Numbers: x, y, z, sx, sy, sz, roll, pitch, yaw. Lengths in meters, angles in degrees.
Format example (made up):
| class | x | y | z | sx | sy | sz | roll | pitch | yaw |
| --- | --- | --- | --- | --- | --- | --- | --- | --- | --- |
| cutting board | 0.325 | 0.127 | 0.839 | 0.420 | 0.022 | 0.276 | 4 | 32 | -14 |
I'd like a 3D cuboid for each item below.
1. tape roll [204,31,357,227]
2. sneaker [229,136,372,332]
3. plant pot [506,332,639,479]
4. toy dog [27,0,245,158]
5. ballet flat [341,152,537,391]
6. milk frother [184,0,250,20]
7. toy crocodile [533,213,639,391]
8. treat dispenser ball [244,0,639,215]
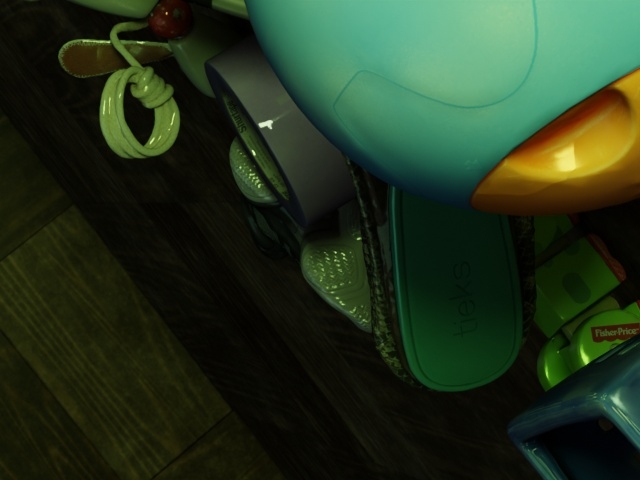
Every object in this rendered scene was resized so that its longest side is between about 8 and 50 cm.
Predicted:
| class | x | y | z | sx | sy | sz | roll | pitch | yaw |
| --- | --- | --- | --- | --- | --- | --- | --- | --- | --- |
| tape roll | -0.030 | -0.111 | 1.720 | 0.189 | 0.080 | 0.189 | 56 | 172 | 12 |
| sneaker | 0.000 | 0.000 | 1.940 | 0.268 | 0.101 | 0.153 | 52 | 167 | 15 |
| plant pot | 0.293 | 0.134 | 1.168 | 0.236 | 0.212 | 0.236 | 49 | 165 | 3 |
| toy dog | -0.226 | -0.253 | 1.783 | 0.161 | 0.220 | 0.333 | 4 | 130 | 51 |
| ballet flat | 0.071 | -0.111 | 1.257 | 0.182 | 0.164 | 0.482 | -110 | 12 | -51 |
| milk frother | -0.060 | -0.263 | 1.488 | 0.135 | 0.129 | 0.143 | 16 | 130 | -1 |
| toy crocodile | 0.196 | 0.030 | 1.452 | 0.340 | 0.105 | 0.115 | 54 | 164 | 4 |
| treat dispenser ball | 0.101 | -0.155 | 0.871 | 0.288 | 0.288 | 0.288 | 46 | 165 | 16 |
